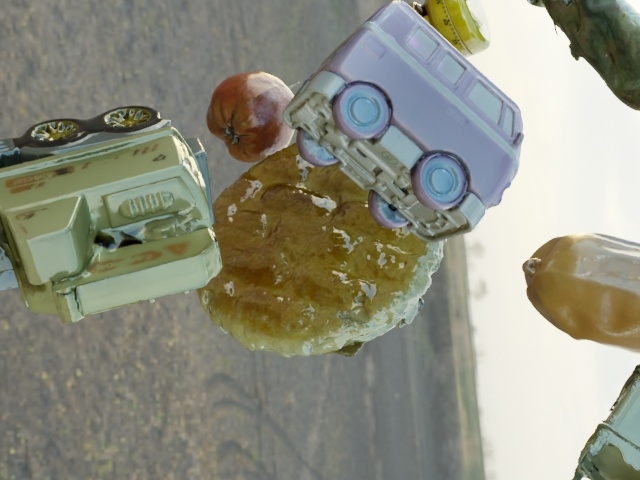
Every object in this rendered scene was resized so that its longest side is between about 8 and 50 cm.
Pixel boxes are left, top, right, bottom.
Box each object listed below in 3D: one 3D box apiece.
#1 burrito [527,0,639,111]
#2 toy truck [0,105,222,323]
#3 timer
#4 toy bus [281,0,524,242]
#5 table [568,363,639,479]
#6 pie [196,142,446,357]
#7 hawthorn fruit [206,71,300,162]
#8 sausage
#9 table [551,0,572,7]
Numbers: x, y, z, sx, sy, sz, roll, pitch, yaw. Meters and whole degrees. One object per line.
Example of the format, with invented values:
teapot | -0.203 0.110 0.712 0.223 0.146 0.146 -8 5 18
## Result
burrito | 0.361 -0.255 1.302 0.309 0.066 0.096 58 -40 38
toy truck | -0.297 0.001 1.036 0.254 0.405 0.180 -128 -151 -57
timer | 0.178 -0.279 1.269 0.107 0.109 0.107 46 33 -42
toy bus | 0.084 -0.105 0.969 0.142 0.202 0.142 -52 -170 -18
table | 0.230 0.150 0.762 0.083 0.062 0.079 -48 159 -26
pie | 0.000 0.000 1.273 0.083 0.339 0.339 63 21 -50
hawthorn fruit | -0.088 -0.175 1.404 0.140 0.125 0.125 -59 172 1
sausage | 0.336 0.059 1.127 0.136 0.241 0.120 80 23 -63
table | 0.297 -0.340 1.270 0.082 0.083 0.070 43 30 -3
